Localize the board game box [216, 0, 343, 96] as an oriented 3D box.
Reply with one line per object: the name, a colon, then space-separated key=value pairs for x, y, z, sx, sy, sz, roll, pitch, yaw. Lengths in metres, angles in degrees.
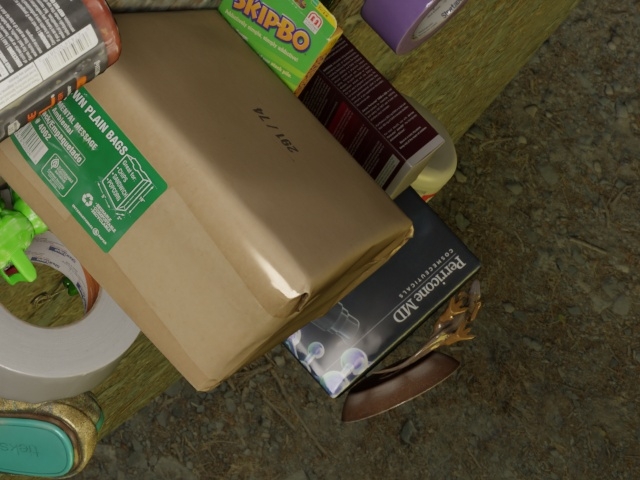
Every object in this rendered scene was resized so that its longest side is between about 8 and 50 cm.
board game box: x=-0.072 y=-0.197 z=1.229 sx=0.039 sy=0.124 sz=0.259 roll=-39 pitch=173 yaw=-40

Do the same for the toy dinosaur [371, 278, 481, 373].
toy dinosaur: x=0.181 y=0.137 z=1.652 sx=0.211 sy=0.064 sz=0.112 roll=-39 pitch=172 yaw=-21

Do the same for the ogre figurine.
ogre figurine: x=-0.318 y=-0.002 z=1.061 sx=0.118 sy=0.097 sz=0.197 roll=5 pitch=-160 yaw=43

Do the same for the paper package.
paper package: x=-0.107 y=-0.053 z=1.089 sx=0.168 sy=0.325 sz=0.309 roll=-45 pitch=173 yaw=23

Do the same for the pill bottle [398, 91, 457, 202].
pill bottle: x=0.061 y=-0.086 z=2.214 sx=0.408 sy=0.229 sz=0.229 roll=-48 pitch=171 yaw=36

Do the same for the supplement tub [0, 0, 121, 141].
supplement tub: x=-0.248 y=-0.122 z=0.808 sx=0.198 sy=0.106 sz=0.106 roll=-39 pitch=172 yaw=-20

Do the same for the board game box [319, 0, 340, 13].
board game box: x=-0.041 y=-0.269 z=1.372 sx=0.126 sy=0.026 sz=0.186 roll=-47 pitch=172 yaw=37

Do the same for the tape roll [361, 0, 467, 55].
tape roll: x=0.154 y=-0.365 z=1.647 sx=0.189 sy=0.080 sz=0.189 roll=-42 pitch=174 yaw=-5

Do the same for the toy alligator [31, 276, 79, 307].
toy alligator: x=-0.331 y=0.057 z=1.648 sx=0.189 sy=0.051 sz=0.056 roll=-39 pitch=172 yaw=-27

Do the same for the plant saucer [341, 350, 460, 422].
plant saucer: x=0.113 y=0.212 z=1.688 sx=0.198 sy=0.036 sz=0.198 roll=-27 pitch=180 yaw=0

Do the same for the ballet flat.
ballet flat: x=-0.399 y=0.191 z=1.220 sx=0.123 sy=0.348 sz=0.123 roll=3 pitch=90 yaw=-80

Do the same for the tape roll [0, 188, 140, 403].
tape roll: x=-0.291 y=0.054 z=1.164 sx=0.219 sy=0.219 sz=0.072 roll=-37 pitch=172 yaw=-38

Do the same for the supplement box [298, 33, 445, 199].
supplement box: x=0.047 y=-0.175 z=1.540 sx=0.073 sy=0.239 sz=0.130 roll=-40 pitch=173 yaw=-25

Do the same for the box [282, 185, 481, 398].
box: x=0.000 y=0.000 z=1.714 sx=0.293 sy=0.395 sz=0.212 roll=-42 pitch=173 yaw=-3
